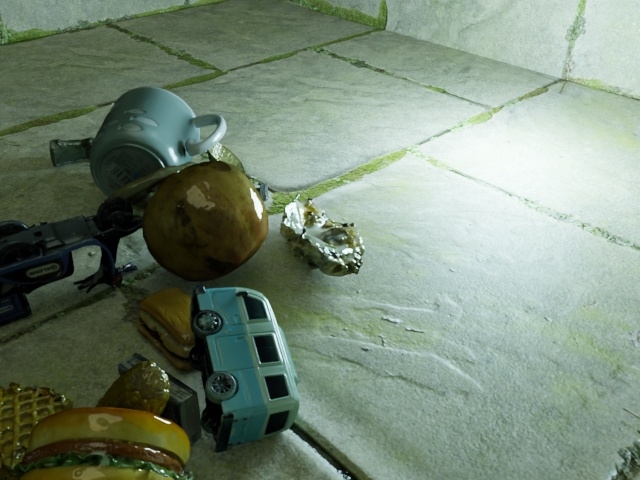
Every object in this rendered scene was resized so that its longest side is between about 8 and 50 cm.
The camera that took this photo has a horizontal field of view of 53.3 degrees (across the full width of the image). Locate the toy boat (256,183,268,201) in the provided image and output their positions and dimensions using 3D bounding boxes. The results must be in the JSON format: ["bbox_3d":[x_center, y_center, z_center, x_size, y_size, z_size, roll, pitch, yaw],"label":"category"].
[{"bbox_3d":[-0.206,-0.124,1.765,0.122,0.034,0.096,-9,34,1],"label":"toy boat"}]

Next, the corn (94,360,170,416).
[{"bbox_3d":[-0.298,0.263,0.997,0.097,0.261,0.097,19,49,-23],"label":"corn"}]

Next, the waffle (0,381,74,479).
[{"bbox_3d":[-0.510,0.316,1.059,0.193,0.070,0.197,6,31,8],"label":"waffle"}]

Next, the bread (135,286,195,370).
[{"bbox_3d":[-0.281,0.172,1.278,0.116,0.077,0.200,-19,38,-40],"label":"bread"}]

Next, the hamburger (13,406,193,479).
[{"bbox_3d":[-0.297,0.344,0.884,0.246,0.246,0.170,1,53,0],"label":"hamburger"}]

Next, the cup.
[{"bbox_3d":[-0.428,-0.252,1.719,0.357,0.259,0.274,-11,35,10],"label":"cup"}]

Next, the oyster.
[{"bbox_3d":[-0.004,0.002,1.526,0.201,0.107,0.354,18,20,-10],"label":"oyster"}]

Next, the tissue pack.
[{"bbox_3d":[-0.273,0.272,1.085,0.156,0.112,0.051,23,39,31],"label":"tissue pack"}]

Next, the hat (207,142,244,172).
[{"bbox_3d":[-0.301,-0.225,1.884,0.146,0.067,0.146,38,20,-17],"label":"hat"}]

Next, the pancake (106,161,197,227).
[{"bbox_3d":[-0.411,-0.102,1.531,0.294,0.294,0.049,-29,83,-37],"label":"pancake"}]

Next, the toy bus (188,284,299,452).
[{"bbox_3d":[-0.139,0.210,1.123,0.165,0.133,0.271,-5,49,-20],"label":"toy bus"}]

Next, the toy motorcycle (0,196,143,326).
[{"bbox_3d":[-0.546,0.038,1.362,0.358,0.212,0.125,-20,41,-22],"label":"toy motorcycle"}]

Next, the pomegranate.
[{"bbox_3d":[-0.251,-0.045,1.415,0.281,0.281,0.281,0,34,0],"label":"pomegranate"}]

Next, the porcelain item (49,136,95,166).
[{"bbox_3d":[-0.703,-0.278,1.932,0.216,0.081,0.069,-9,35,-14],"label":"porcelain item"}]
